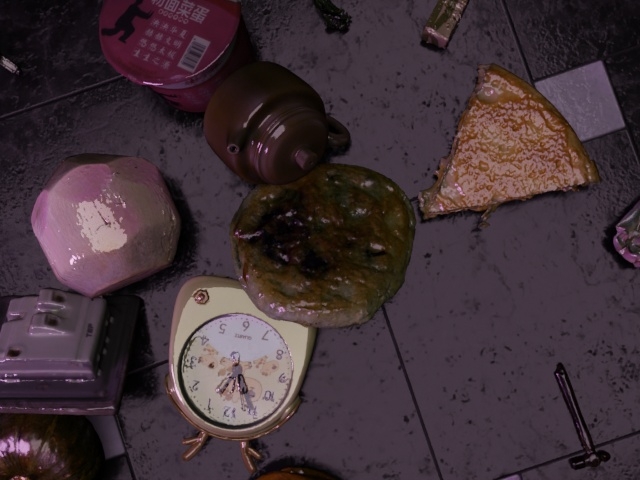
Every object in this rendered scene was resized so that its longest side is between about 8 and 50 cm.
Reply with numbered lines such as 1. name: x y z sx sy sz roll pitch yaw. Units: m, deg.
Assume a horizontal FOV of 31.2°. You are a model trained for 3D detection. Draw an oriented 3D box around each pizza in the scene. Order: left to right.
1. pizza: 0.274 -0.136 1.895 0.288 0.075 0.280 -34 82 1

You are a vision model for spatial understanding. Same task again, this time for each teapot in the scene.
1. teapot: -0.058 -0.169 1.831 0.175 0.268 0.185 45 127 34

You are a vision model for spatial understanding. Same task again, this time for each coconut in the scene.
1. coconut: -0.344 -0.037 1.837 0.227 0.227 0.230 -24 85 0

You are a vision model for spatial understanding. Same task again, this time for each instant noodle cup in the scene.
1. instant noodle cup: -0.217 -0.323 1.848 0.235 0.178 0.234 -4 73 11

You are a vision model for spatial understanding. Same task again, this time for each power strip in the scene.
1. power strip: -0.426 0.162 1.824 0.251 0.257 0.092 4 130 -2

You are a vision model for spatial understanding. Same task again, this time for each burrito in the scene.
1. burrito: 0.601 -0.081 1.880 0.096 0.066 0.309 43 86 7

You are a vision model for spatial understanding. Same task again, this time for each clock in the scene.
1. clock: -0.137 0.216 1.870 0.235 0.096 0.308 11 86 1

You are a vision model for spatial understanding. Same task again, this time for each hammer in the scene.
1. hammer: 0.417 0.288 1.882 0.065 0.021 0.178 -19 85 2

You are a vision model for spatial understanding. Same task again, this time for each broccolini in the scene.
1. broccolini: -0.026 -0.441 1.947 0.042 0.044 0.218 -42 80 14

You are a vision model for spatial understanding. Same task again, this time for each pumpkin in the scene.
1. pumpkin: -0.452 0.346 1.830 0.224 0.157 0.223 2 122 3

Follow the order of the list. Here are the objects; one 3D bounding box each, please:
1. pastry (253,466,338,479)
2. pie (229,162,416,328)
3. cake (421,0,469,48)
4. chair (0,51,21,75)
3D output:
1. pastry: -0.036 0.486 1.841 0.240 0.132 0.235 37 97 11
2. pie: 0.000 0.000 1.846 0.323 0.070 0.323 1 59 -1
3. cake: 0.217 -0.388 1.936 0.051 0.055 0.140 26 70 5
4. chair: -0.655 -0.318 1.902 0.270 0.147 0.136 35 89 3
